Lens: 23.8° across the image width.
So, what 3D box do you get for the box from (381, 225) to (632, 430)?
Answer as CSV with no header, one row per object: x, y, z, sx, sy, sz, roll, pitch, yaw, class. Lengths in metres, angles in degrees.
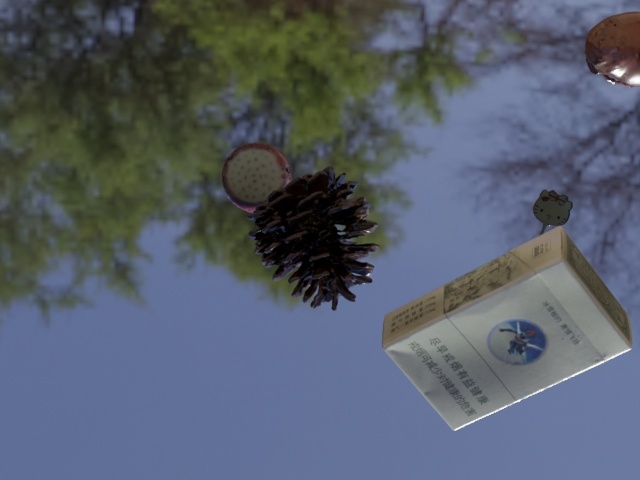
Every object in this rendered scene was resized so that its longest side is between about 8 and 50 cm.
0.224,0.110,1.839,0.256,0.164,0.069,-28,-152,24,box

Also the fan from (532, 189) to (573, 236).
0.339,-0.033,2.251,0.056,0.083,0.004,23,-164,13,fan

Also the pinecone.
0.000,0.006,1.907,0.163,0.165,0.163,-23,169,-5,pinecone

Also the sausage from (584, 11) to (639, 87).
0.344,-0.182,1.476,0.087,0.079,0.327,8,-171,28,sausage

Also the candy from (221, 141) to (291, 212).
-0.093,-0.092,2.202,0.103,0.103,0.043,9,173,10,candy
